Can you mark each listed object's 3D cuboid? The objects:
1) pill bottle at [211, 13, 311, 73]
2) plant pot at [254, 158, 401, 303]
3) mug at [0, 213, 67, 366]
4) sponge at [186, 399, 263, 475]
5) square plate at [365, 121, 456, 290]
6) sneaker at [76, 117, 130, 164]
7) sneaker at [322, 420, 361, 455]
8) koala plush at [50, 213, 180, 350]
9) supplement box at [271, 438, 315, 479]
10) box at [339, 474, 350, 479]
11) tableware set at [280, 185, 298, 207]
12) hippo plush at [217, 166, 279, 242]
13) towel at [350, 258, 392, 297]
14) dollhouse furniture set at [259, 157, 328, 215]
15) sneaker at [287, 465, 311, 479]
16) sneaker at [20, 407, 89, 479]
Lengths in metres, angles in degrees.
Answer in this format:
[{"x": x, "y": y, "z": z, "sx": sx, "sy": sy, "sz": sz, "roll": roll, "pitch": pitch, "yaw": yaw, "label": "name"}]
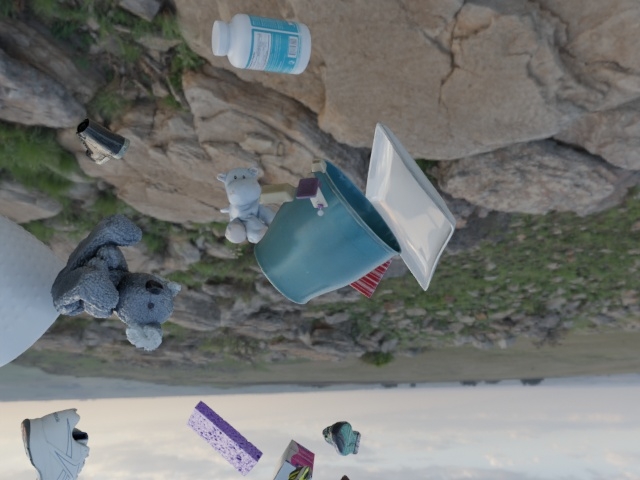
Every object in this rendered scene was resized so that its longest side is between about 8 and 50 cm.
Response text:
[{"x": -0.171, "y": -0.564, "z": 1.452, "sx": 0.264, "sy": 0.146, "sz": 0.146, "roll": -1, "pitch": 165, "yaw": -25, "label": "pill bottle"}, {"x": 0.000, "y": 0.000, "z": 1.152, "sx": 0.255, "sy": 0.271, "sz": 0.272, "roll": -40, "pitch": 150, "yaw": 15, "label": "plant pot"}, {"x": -0.709, "y": 0.085, "z": 0.965, "sx": 0.276, "sy": 0.374, "sz": 0.328, "roll": -28, "pitch": 127, "yaw": 10, "label": "mug"}, {"x": -0.250, "y": 0.509, "z": 1.300, "sx": 0.210, "sy": 0.031, "sz": 0.117, "roll": 38, "pitch": 134, "yaw": 6, "label": "sponge"}, {"x": 0.228, "y": -0.083, "z": 1.320, "sx": 0.049, "sy": 0.343, "sz": 0.347, "roll": -24, "pitch": 153, "yaw": -13, "label": "square plate"}, {"x": -0.612, "y": -0.275, "z": 1.371, "sx": 0.222, "sy": 0.083, "sz": 0.118, "roll": 1, "pitch": 153, "yaw": 47, "label": "sneaker"}, {"x": 0.038, "y": 0.530, "z": 1.359, "sx": 0.098, "sy": 0.083, "sz": 0.223, "roll": 6, "pitch": 152, "yaw": 21, "label": "sneaker"}, {"x": -0.385, "y": 0.099, "z": 0.999, "sx": 0.203, "sy": 0.196, "sz": 0.221, "roll": -30, "pitch": 130, "yaw": 33, "label": "koala plush"}, {"x": -0.098, "y": 0.832, "z": 1.836, "sx": 0.111, "sy": 0.113, "sz": 0.220, "roll": 32, "pitch": 178, "yaw": 2, "label": "supplement box"}, {"x": -0.017, "y": 0.504, "z": 0.585, "sx": 0.191, "sy": 0.381, "sz": 0.143, "roll": 33, "pitch": 146, "yaw": 26, "label": "box"}, {"x": -0.014, "y": -0.091, "z": 1.313, "sx": 0.194, "sy": 0.128, "sz": 0.039, "roll": -26, "pitch": -175, "yaw": -8, "label": "tableware set"}, {"x": -0.252, "y": -0.153, "z": 1.867, "sx": 0.235, "sy": 0.294, "sz": 0.236, "roll": -7, "pitch": 123, "yaw": -12, "label": "hippo plush"}, {"x": 0.197, "y": 0.056, "z": 1.817, "sx": 0.031, "sy": 0.274, "sz": 0.199, "roll": 31, "pitch": 180, "yaw": -29, "label": "towel"}, {"x": -0.043, "y": -0.085, "z": 0.908, "sx": 0.115, "sy": 0.090, "sz": 0.081, "roll": -3, "pitch": 144, "yaw": 19, "label": "dollhouse furniture set"}, {"x": -0.051, "y": 0.470, "z": 0.980, "sx": 0.035, "sy": 0.031, "sz": 0.083, "roll": -18, "pitch": -175, "yaw": 40, "label": "sneaker"}, {"x": -0.604, "y": 0.525, "z": 1.190, "sx": 0.129, "sy": 0.296, "sz": 0.111, "roll": -17, "pitch": -147, "yaw": -34, "label": "sneaker"}]
